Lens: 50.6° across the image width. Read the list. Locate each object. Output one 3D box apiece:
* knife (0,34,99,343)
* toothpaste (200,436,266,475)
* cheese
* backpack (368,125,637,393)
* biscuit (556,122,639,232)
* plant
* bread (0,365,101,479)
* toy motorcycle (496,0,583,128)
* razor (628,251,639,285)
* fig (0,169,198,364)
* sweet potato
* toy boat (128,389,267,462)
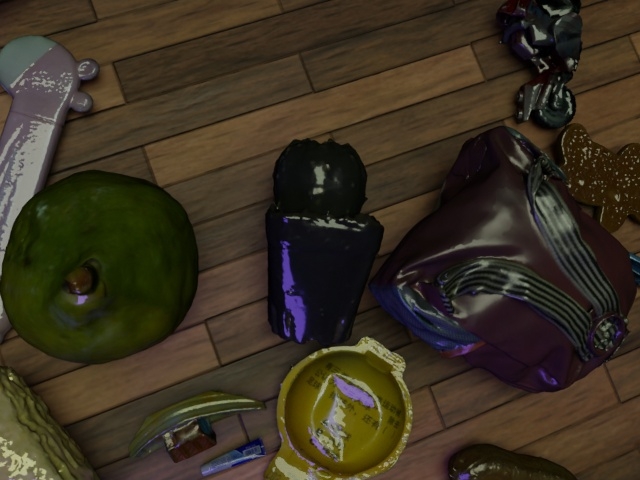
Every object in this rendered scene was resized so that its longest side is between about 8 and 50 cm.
[{"bbox_3d":[-0.390,-0.069,0.861,0.132,0.038,0.398,14,81,-4],"label":"knife"},{"bbox_3d":[-0.109,0.275,0.851,0.083,0.015,0.024,-23,61,-2],"label":"toothpaste"},{"bbox_3d":[0.011,0.249,0.853,0.177,0.069,0.270,31,88,2],"label":"cheese"},{"bbox_3d":[0.254,0.051,0.851,0.317,0.197,0.283,39,79,-11],"label":"backpack"},{"bbox_3d":[0.422,-0.079,0.980,0.205,0.031,0.138,18,90,-7],"label":"biscuit"},{"bbox_3d":[0.000,0.000,0.849,0.142,0.164,0.255,3,96,-4],"label":"plant"},{"bbox_3d":[-0.431,0.334,0.727,0.375,0.165,0.236,-38,91,-13],"label":"bread"},{"bbox_3d":[0.313,-0.268,0.971,0.123,0.082,0.213,1,91,-1],"label":"toy motorcycle"},{"bbox_3d":[0.410,0.018,0.962,0.253,0.042,0.082,27,120,-4],"label":"razor"},{"bbox_3d":[-0.263,0.032,0.740,0.233,0.314,0.232,2,99,14],"label":"fig"},{"bbox_3d":[0.273,0.321,0.887,0.233,0.062,0.081,22,94,-8],"label":"sweet potato"},{"bbox_3d":[-0.152,0.227,0.835,0.172,0.065,0.066,-22,72,-6],"label":"toy boat"}]
